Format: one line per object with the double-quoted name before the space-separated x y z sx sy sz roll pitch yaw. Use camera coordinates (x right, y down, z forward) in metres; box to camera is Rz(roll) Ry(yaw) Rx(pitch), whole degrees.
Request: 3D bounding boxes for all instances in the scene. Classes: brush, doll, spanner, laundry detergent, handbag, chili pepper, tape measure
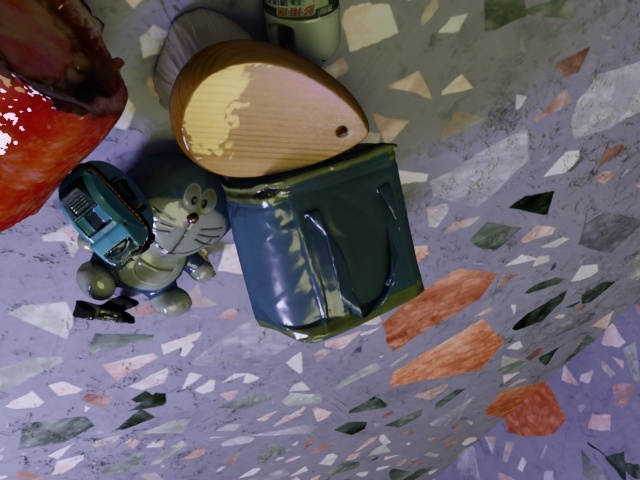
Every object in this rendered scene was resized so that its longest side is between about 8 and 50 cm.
"brush" -0.074 -0.186 0.897 0.267 0.166 0.174 5 125 -24
"doll" -0.242 -0.015 1.050 0.228 0.154 0.258 21 126 -36
"spanner" -0.328 0.110 1.113 0.087 0.024 0.316 13 177 -7
"laundry detergent" -0.024 -0.292 0.899 0.099 0.070 0.225 -8 146 -2
"handbag" 0.003 -0.005 1.009 0.263 0.222 0.240 -19 106 -25
"chili pepper" -0.384 -0.151 0.770 0.251 0.229 0.305 21 135 -34
"tape measure" -0.279 -0.040 0.900 0.081 0.125 0.146 -36 105 13

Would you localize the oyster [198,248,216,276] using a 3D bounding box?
"oyster" -0.263 0.024 1.197 0.122 0.045 0.146 -12 144 6
